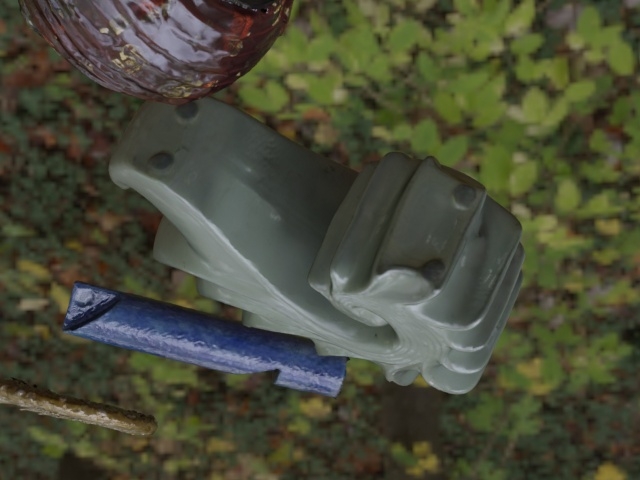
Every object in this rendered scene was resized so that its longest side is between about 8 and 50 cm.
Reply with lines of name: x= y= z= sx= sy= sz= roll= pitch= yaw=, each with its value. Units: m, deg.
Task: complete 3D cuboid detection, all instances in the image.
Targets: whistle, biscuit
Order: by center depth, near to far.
whistle: x=-0.120 y=0.106 z=1.480 sx=0.304 sy=0.062 sz=0.062 roll=15 pitch=168 yaw=-11
biscuit: x=-0.289 y=0.190 z=1.583 sx=0.219 sy=0.033 sz=0.220 roll=14 pitch=171 yaw=2

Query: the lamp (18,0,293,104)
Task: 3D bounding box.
lamp: x=-0.122 y=-0.217 z=1.007 sx=0.247 sy=0.247 sz=0.247 roll=-2 pitch=172 yaw=0

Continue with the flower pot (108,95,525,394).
flower pot: x=0.000 y=0.000 z=1.272 sx=0.367 sy=0.165 sz=0.254 roll=19 pitch=160 yaw=14
